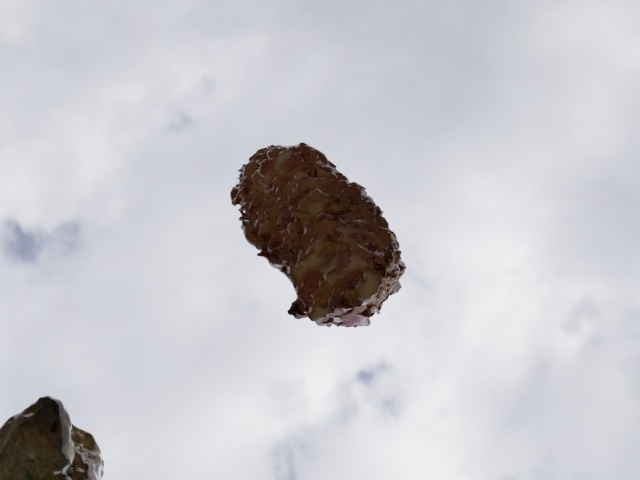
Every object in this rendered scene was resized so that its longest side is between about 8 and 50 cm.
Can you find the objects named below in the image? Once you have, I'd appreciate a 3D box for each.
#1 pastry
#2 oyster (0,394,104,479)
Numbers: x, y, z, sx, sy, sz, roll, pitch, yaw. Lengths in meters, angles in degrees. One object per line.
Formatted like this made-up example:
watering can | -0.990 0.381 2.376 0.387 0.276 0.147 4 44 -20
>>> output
pastry | 0.002 -0.001 0.648 0.087 0.063 0.169 -34 -131 2
oyster | -0.269 0.268 0.679 0.133 0.197 0.337 0 -141 34
